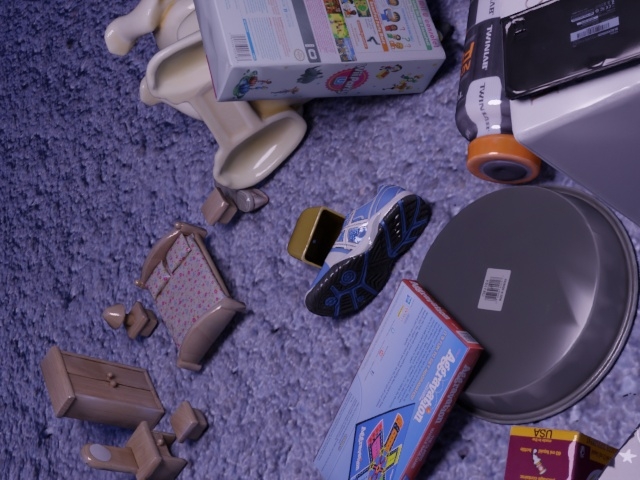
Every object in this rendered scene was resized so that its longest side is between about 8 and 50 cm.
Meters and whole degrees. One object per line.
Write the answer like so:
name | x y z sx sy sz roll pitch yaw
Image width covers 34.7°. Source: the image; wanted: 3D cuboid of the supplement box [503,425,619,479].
supplement box | 0.235 0.289 1.017 0.081 0.104 0.188 -4 68 43

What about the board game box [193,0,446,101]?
board game box | -0.008 -0.307 1.389 0.097 0.304 0.223 122 138 -60

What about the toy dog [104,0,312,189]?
toy dog | -0.152 -0.357 1.617 0.395 0.284 0.408 -40 45 6

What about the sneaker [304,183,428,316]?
sneaker | 0.055 0.014 1.371 0.211 0.080 0.081 -47 37 4

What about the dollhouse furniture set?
dollhouse furniture set | -0.242 0.124 1.514 0.355 0.174 0.303 -54 43 19

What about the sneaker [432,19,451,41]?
sneaker | 0.157 -0.297 1.456 0.035 0.031 0.083 -34 30 -14

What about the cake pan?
cake pan | 0.220 0.063 1.186 0.293 0.054 0.293 -23 56 37

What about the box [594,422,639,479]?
box | 0.383 0.173 0.859 0.247 0.142 0.163 -52 51 -1

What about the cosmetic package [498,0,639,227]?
cosmetic package | 0.412 -0.233 0.935 0.394 0.327 0.329 -24 55 37

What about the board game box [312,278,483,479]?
board game box | 0.086 0.202 1.220 0.145 0.027 0.281 49 122 48

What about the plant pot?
plant pot | 0.000 0.000 1.427 0.083 0.082 0.081 12 79 60

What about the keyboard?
keyboard | 0.228 -0.185 0.838 0.180 0.023 0.108 -14 69 40

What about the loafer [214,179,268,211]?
loafer | -0.127 -0.076 1.629 0.125 0.039 0.045 34 128 51

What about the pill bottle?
pill bottle | 0.234 -0.195 1.244 0.130 0.130 0.245 -9 64 43
